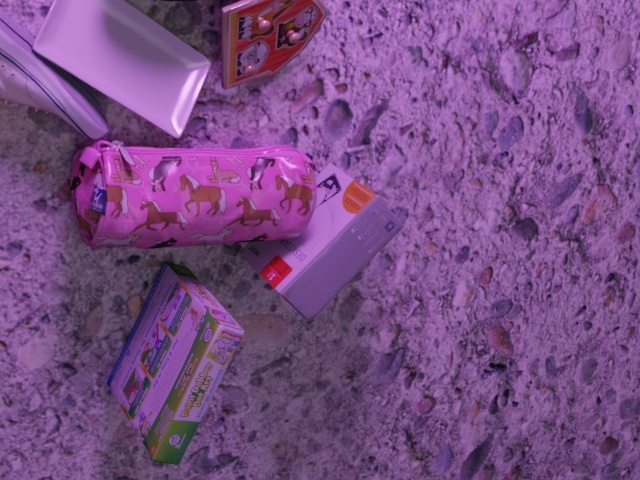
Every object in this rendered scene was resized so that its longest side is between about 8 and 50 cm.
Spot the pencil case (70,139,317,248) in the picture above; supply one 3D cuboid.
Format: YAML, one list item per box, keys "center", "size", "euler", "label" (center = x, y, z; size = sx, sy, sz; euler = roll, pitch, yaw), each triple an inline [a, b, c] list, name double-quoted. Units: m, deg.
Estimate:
- center: [-0.198, -0.075, 1.616]
  size: [0.385, 0.167, 0.160]
  euler: [-2, 72, -28]
  label: "pencil case"

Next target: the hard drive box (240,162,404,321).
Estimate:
- center: [0.000, 0.000, 1.741]
  size: [0.232, 0.181, 0.089]
  euler: [-46, 125, -4]
  label: "hard drive box"

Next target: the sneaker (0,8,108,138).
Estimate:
- center: [-0.422, -0.231, 1.473]
  size: [0.091, 0.094, 0.258]
  euler: [-32, 127, 17]
  label: "sneaker"

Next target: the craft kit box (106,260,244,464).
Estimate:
- center: [-0.244, 0.194, 1.655]
  size: [0.060, 0.246, 0.250]
  euler: [21, 102, -33]
  label: "craft kit box"

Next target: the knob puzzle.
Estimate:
- center: [-0.066, -0.326, 1.593]
  size: [0.213, 0.030, 0.213]
  euler: [-29, 152, -17]
  label: "knob puzzle"

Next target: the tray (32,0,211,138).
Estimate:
- center: [-0.297, -0.278, 1.522]
  size: [0.270, 0.030, 0.145]
  euler: [31, 71, -35]
  label: "tray"
